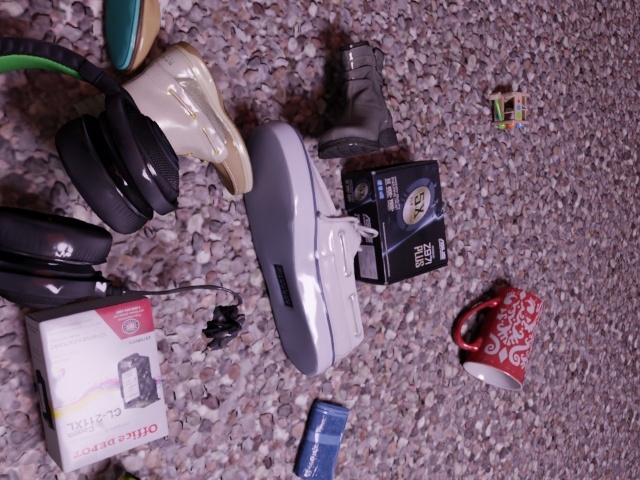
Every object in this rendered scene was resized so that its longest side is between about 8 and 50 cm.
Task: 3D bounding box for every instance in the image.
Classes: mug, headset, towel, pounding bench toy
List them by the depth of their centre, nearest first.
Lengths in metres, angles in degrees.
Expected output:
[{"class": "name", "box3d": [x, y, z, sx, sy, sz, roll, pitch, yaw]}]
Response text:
[{"class": "headset", "box3d": [-0.238, -0.027, 0.642, 0.394, 0.185, 0.243, 41, 89, -1]}, {"class": "towel", "box3d": [0.004, 0.314, 0.951, 0.067, 0.029, 0.119, 23, 79, -35]}, {"class": "mug", "box3d": [0.342, 0.172, 1.147, 0.150, 0.113, 0.169, 42, 65, -33]}, {"class": "pounding bench toy", "box3d": [0.351, -0.246, 1.160, 0.083, 0.052, 0.065, -5, 96, -36]}]

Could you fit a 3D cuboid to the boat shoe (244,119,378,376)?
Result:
[{"class": "boat shoe", "box3d": [0.006, 0.002, 0.867, 0.157, 0.136, 0.366, -23, 108, -33]}]

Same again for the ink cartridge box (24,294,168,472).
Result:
[{"class": "ink cartridge box", "box3d": [-0.259, 0.160, 0.717, 0.128, 0.072, 0.174, -12, 99, -37]}]

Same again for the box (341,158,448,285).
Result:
[{"class": "box", "box3d": [0.123, -0.032, 0.987, 0.148, 0.078, 0.180, -13, 101, -36]}]

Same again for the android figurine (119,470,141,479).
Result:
[{"class": "android figurine", "box3d": [-0.261, 0.410, 0.678, 0.248, 0.056, 0.272, 37, 65, 6]}]

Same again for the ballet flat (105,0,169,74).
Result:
[{"class": "ballet flat", "box3d": [-0.212, -0.313, 0.722, 0.073, 0.080, 0.232, -9, 99, -47]}]

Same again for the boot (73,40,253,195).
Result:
[{"class": "boot", "box3d": [-0.185, -0.112, 0.753, 0.165, 0.077, 0.213, -38, 130, -19]}]

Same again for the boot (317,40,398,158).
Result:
[{"class": "boot", "box3d": [0.045, -0.206, 0.881, 0.246, 0.084, 0.161, -33, 114, -66]}]
